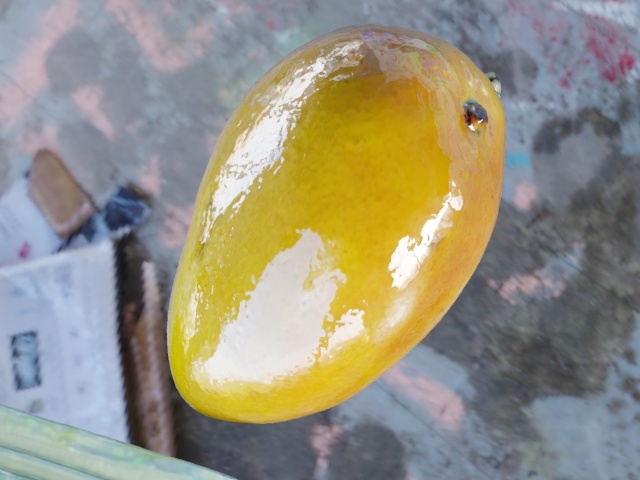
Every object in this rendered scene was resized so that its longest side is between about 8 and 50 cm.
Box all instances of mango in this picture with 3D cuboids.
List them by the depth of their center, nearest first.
[{"bbox_3d":[0.000,0.000,0.711,0.219,0.112,0.145,-56,50,20],"label":"mango"}]

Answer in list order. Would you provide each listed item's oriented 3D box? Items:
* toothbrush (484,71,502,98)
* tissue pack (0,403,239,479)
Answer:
[{"bbox_3d":[0.059,-0.020,0.929,0.028,0.294,0.026,-17,69,-18],"label":"toothbrush"},{"bbox_3d":[-0.282,0.243,1.088,0.162,0.388,0.287,-87,23,-47],"label":"tissue pack"}]
